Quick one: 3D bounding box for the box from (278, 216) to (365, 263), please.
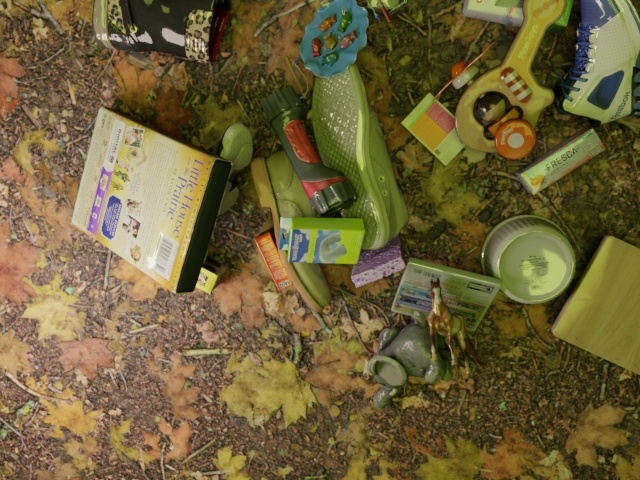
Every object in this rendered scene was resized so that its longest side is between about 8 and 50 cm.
[{"bbox_3d":[0.000,0.000,1.228,0.178,0.042,0.109,1,136,-7],"label":"box"}]

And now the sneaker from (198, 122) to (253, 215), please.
[{"bbox_3d":[-0.251,-0.186,1.295,0.153,0.101,0.268,40,138,14],"label":"sneaker"}]

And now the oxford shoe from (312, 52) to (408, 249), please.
[{"bbox_3d":[0.093,-0.202,1.291,0.169,0.130,0.449,-14,92,53],"label":"oxford shoe"}]

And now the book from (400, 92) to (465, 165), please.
[{"bbox_3d":[0.269,-0.256,1.301,0.144,0.035,0.096,43,99,-3],"label":"book"}]

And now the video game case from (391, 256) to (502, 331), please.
[{"bbox_3d":[0.289,0.130,1.325,0.212,0.023,0.193,14,138,4],"label":"video game case"}]

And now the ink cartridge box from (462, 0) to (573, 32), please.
[{"bbox_3d":[0.425,-0.542,1.196,0.212,0.093,0.154,13,103,5],"label":"ink cartridge box"}]

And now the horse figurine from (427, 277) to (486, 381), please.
[{"bbox_3d":[0.301,0.217,1.296,0.066,0.174,0.263,-20,144,27],"label":"horse figurine"}]

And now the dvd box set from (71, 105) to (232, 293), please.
[{"bbox_3d":[-0.401,-0.104,1.289,0.420,0.062,0.308,26,104,32],"label":"dvd box set"}]

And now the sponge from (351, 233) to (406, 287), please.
[{"bbox_3d":[0.133,0.042,1.283,0.117,0.210,0.031,-23,100,11],"label":"sponge"}]

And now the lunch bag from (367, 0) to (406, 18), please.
[{"bbox_3d":[0.146,-0.520,1.242,0.083,0.071,0.053,7,99,4],"label":"lunch bag"}]

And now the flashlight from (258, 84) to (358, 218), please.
[{"bbox_3d":[-0.027,-0.199,1.246,0.103,0.103,0.304,-22,79,-19],"label":"flashlight"}]

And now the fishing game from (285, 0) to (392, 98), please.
[{"bbox_3d":[0.024,-0.449,1.232,0.264,0.041,0.189,-32,62,28],"label":"fishing game"}]

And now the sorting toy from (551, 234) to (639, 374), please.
[{"bbox_3d":[0.701,0.146,1.301,0.255,0.089,0.257,25,103,1],"label":"sorting toy"}]

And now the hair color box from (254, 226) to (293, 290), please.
[{"bbox_3d":[-0.107,0.044,1.382,0.043,0.072,0.141,-23,99,10],"label":"hair color box"}]

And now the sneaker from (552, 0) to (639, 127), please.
[{"bbox_3d":[0.565,-0.355,1.171,0.182,0.127,0.315,-25,121,17],"label":"sneaker"}]

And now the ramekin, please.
[{"bbox_3d":[0.481,0.048,1.297,0.207,0.109,0.207,1,101,6],"label":"ramekin"}]

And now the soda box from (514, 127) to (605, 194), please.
[{"bbox_3d":[0.536,-0.178,1.269,0.183,0.063,0.058,-33,95,11],"label":"soda box"}]

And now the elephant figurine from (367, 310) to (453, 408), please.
[{"bbox_3d":[0.186,0.296,1.366,0.239,0.169,0.186,-22,69,26],"label":"elephant figurine"}]

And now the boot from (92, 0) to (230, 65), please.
[{"bbox_3d":[-0.342,-0.588,1.249,0.284,0.138,0.377,16,106,4],"label":"boot"}]

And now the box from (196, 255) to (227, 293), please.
[{"bbox_3d":[-0.355,0.046,1.404,0.232,0.087,0.058,26,105,0],"label":"box"}]

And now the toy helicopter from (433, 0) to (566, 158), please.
[{"bbox_3d":[0.389,-0.361,1.189,0.235,0.140,0.355,24,115,8],"label":"toy helicopter"}]

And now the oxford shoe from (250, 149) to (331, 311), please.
[{"bbox_3d":[-0.035,-0.025,1.329,0.146,0.140,0.397,-20,99,4],"label":"oxford shoe"}]
